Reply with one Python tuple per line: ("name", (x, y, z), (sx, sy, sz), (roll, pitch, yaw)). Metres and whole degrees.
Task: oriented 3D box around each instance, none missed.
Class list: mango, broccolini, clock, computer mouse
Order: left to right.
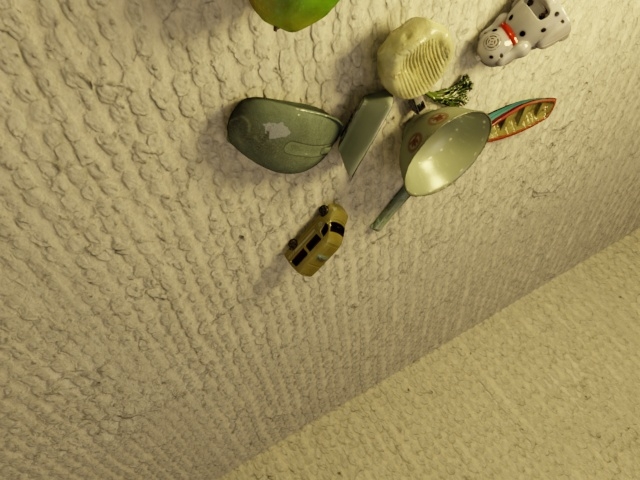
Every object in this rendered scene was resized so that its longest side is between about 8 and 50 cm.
("computer mouse", (-0.076, -0.272, 1.419), (0.373, 0.114, 0.203), (3, 128, -42))
("mango", (-0.004, -0.598, 1.045), (0.225, 0.201, 0.382), (29, 108, -41))
("broccolini", (0.383, -0.481, 1.622), (0.271, 0.062, 0.123), (14, 112, -43))
("clock", (0.574, -0.602, 1.557), (0.253, 0.189, 0.188), (-35, 146, 20))

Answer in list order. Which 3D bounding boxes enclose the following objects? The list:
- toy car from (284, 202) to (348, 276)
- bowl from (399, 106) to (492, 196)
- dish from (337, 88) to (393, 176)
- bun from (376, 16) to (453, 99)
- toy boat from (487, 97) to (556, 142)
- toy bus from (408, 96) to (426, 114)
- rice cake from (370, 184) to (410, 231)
("toy car", (0.000, 0.000, 1.774), (0.257, 0.124, 0.101), (-47, 144, 16))
("bowl", (0.363, -0.314, 1.684), (0.337, 0.158, 0.337), (-26, 149, -17))
("dish", (0.118, -0.325, 1.520), (0.080, 0.182, 0.243), (25, 118, -8))
("bun", (0.243, -0.496, 1.415), (0.230, 0.133, 0.231), (-21, 147, -15))
("toy boat", (0.679, -0.434, 1.888), (0.391, 0.079, 0.136), (-22, 144, -21))
("toy bus", (0.285, -0.432, 1.589), (0.037, 0.052, 0.131), (-40, 144, 0))
("rice cake", (0.261, -0.113, 1.938), (0.043, 0.034, 0.211), (17, 119, -44))
